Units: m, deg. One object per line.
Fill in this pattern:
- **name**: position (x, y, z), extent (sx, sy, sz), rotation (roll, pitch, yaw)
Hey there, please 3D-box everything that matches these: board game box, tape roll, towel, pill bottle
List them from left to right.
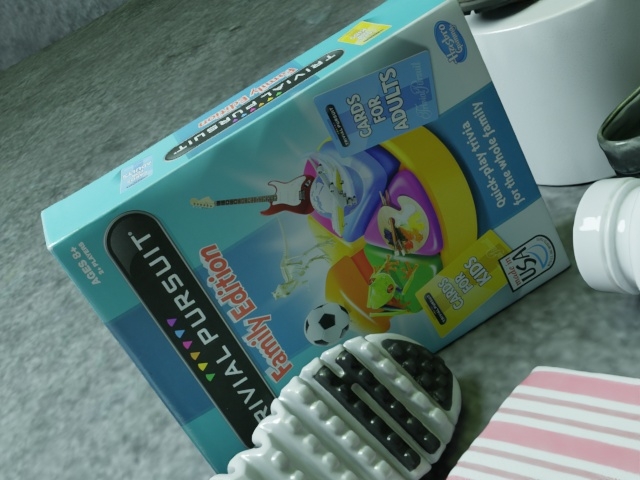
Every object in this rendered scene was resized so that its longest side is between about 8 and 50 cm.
- **board game box**: position (0.000, 0.000, 0.779), extent (0.336, 0.254, 0.079), rotation (-33, 28, -4)
- **towel**: position (0.148, 0.155, 0.623), extent (0.144, 0.029, 0.197), rotation (5, 41, 49)
- **tape roll**: position (0.250, -0.189, 0.946), extent (0.246, 0.169, 0.246), rotation (-23, 28, 13)
- **pill bottle**: position (0.272, 0.000, 0.667), extent (0.186, 0.112, 0.112), rotation (2, 41, 47)

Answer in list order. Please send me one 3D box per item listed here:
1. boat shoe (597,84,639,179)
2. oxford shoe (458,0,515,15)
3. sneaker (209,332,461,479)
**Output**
- **boat shoe**: position (0.355, -0.143, 0.730), extent (0.335, 0.119, 0.121), rotation (-44, 32, 13)
- **oxford shoe**: position (0.179, -0.278, 0.878), extent (0.227, 0.096, 0.083), rotation (-39, 30, -13)
- **sneaker**: position (-0.016, 0.167, 0.684), extent (0.292, 0.110, 0.118), rotation (-36, -12, -35)
